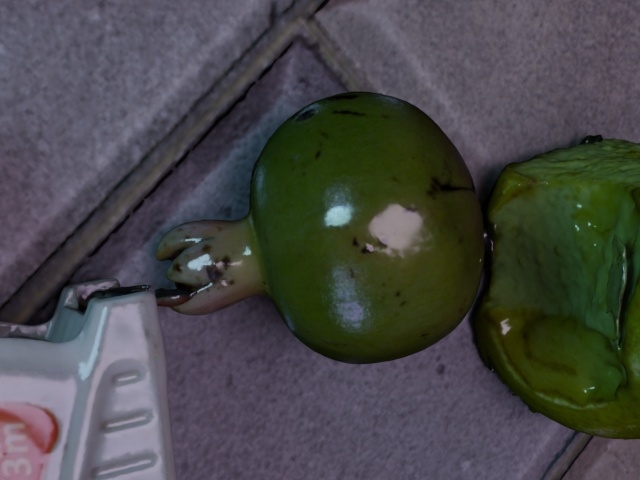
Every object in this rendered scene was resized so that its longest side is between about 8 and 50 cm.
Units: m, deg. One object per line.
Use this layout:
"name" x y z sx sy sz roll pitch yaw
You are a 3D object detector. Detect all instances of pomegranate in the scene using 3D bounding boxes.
"pomegranate" 0.012 0.009 0.767 0.210 0.179 0.179 -42 117 4

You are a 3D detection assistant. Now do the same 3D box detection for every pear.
"pear" 0.250 0.059 0.856 0.164 0.255 0.238 -12 107 -30

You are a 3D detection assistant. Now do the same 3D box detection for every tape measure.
"tape measure" -0.192 0.168 0.691 0.265 0.130 0.258 -10 99 -23
